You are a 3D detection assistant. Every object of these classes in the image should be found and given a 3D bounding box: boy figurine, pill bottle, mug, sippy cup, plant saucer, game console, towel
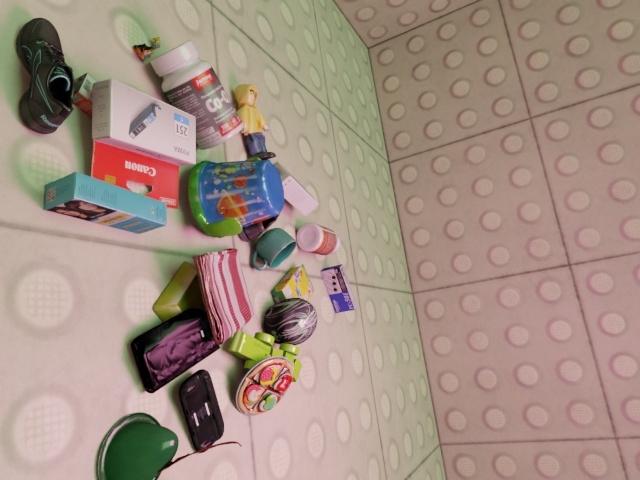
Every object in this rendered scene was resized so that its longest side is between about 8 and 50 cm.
[{"bbox_3d":[-0.246,-0.438,1.706,0.177,0.092,0.284,-17,95,-62],"label":"boy figurine"},{"bbox_3d":[0.000,0.000,1.944,0.216,0.121,0.121,18,61,-61],"label":"pill bottle"},{"bbox_3d":[-0.167,0.022,1.579,0.097,0.129,0.158,42,30,14],"label":"mug"},{"bbox_3d":[-0.236,-0.139,1.365,0.240,0.224,0.305,41,41,-68],"label":"sippy cup"},{"bbox_3d":[-0.338,0.177,1.238,0.188,0.045,0.188,60,29,-29],"label":"plant saucer"},{"bbox_3d":[-0.326,0.363,1.142,0.213,0.044,0.360,-28,109,-51],"label":"game console"},{"bbox_3d":[-0.366,-0.430,1.367,0.283,0.161,0.161,62,28,-28],"label":"pill bottle"},{"bbox_3d":[-0.262,0.142,1.310,0.329,0.037,0.236,-20,96,-84],"label":"towel"}]

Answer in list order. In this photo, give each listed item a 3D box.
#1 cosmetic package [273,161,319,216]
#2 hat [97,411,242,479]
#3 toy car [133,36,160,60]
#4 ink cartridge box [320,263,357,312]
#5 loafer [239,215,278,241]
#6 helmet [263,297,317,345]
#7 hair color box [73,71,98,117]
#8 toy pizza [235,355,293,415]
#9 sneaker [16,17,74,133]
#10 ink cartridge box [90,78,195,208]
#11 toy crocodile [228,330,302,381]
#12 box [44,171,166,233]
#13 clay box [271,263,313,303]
[{"bbox_3d":[-0.114,-0.199,1.809,0.117,0.085,0.231,51,5,39],"label":"cosmetic package"},{"bbox_3d":[-0.322,0.442,0.966,0.172,0.184,0.208,69,26,-12],"label":"hat"},{"bbox_3d":[-0.482,-0.548,1.319,0.122,0.060,0.040,-55,159,-50],"label":"toy car"},{"bbox_3d":[0.083,0.215,2.029,0.046,0.097,0.206,-43,116,-62],"label":"ink cartridge box"},{"bbox_3d":[-0.189,-0.092,1.630,0.109,0.095,0.302,64,28,-22],"label":"loafer"},{"bbox_3d":[-0.094,0.275,1.554,0.169,0.162,0.169,41,42,-51],"label":"helmet"},{"bbox_3d":[-0.529,-0.327,1.112,0.141,0.043,0.071,47,38,-48],"label":"hair color box"},{"bbox_3d":[-0.157,0.435,1.355,0.201,0.032,0.201,-20,124,-34],"label":"toy pizza"},{"bbox_3d":[-0.569,-0.360,0.977,0.101,0.106,0.267,11,66,-61],"label":"sneaker"},{"bbox_3d":[-0.434,-0.226,1.158,0.296,0.066,0.260,7,83,-66],"label":"ink cartridge box"},{"bbox_3d":[-0.166,0.368,1.440,0.341,0.105,0.115,38,56,-46],"label":"toy crocodile"},{"bbox_3d":[-0.472,-0.077,1.031,0.244,0.101,0.060,22,58,-59],"label":"box"},{"bbox_3d":[-0.098,0.189,1.721,0.127,0.053,0.222,68,25,-15],"label":"clay box"}]
